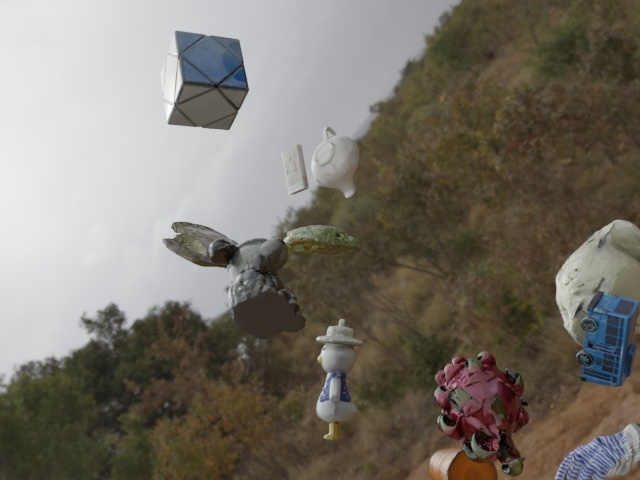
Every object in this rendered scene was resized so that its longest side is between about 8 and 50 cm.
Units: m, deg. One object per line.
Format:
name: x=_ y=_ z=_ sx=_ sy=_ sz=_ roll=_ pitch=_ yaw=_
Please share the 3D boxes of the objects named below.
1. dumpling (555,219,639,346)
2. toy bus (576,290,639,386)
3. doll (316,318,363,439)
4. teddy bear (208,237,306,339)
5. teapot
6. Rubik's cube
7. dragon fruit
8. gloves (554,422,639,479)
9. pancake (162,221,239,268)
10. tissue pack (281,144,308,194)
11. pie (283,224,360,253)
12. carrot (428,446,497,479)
dumpling: x=0.683 y=0.124 z=1.632 sx=0.318 sy=0.243 sz=0.187 roll=-65 pitch=16 yaw=-12
toy bus: x=0.599 y=0.210 z=1.446 sx=0.090 sy=0.106 sz=0.184 roll=-35 pitch=-52 yaw=-47
doll: x=0.040 y=0.340 z=1.714 sx=0.138 sy=0.119 sz=0.293 roll=59 pitch=-144 yaw=-78
teddy bear: x=-0.132 y=0.062 z=1.386 sx=0.144 sy=0.171 sz=0.251 roll=-40 pitch=48 yaw=20
teapot: x=0.035 y=-0.218 z=1.833 sx=0.145 sy=0.092 sz=0.226 roll=-27 pitch=53 yaw=28
Rubik's cube: x=-0.350 y=-0.474 z=2.080 sx=0.207 sy=0.205 sz=0.205 roll=-49 pitch=47 yaw=50
dragon fruit: x=0.343 y=0.377 z=1.500 sx=0.198 sy=0.218 sz=0.272 roll=-34 pitch=29 yaw=43
gloves: x=0.575 y=0.457 z=1.431 sx=0.229 sy=0.097 sz=0.119 roll=-42 pitch=-2 yaw=6
pancake: x=-0.256 y=0.013 z=1.592 sx=0.235 sy=0.212 sz=0.029 roll=-78 pitch=10 yaw=-74
tissue pack: x=-0.059 y=-0.165 z=1.618 sx=0.056 sy=0.108 sz=0.023 roll=-16 pitch=-10 yaw=43
pie: x=0.000 y=0.000 z=2.199 sx=0.201 sy=0.248 sz=0.090 roll=-4 pitch=81 yaw=50
carrot: x=0.371 y=0.649 z=1.951 sx=0.159 sy=0.159 sz=0.225 roll=-55 pitch=12 yaw=-19
